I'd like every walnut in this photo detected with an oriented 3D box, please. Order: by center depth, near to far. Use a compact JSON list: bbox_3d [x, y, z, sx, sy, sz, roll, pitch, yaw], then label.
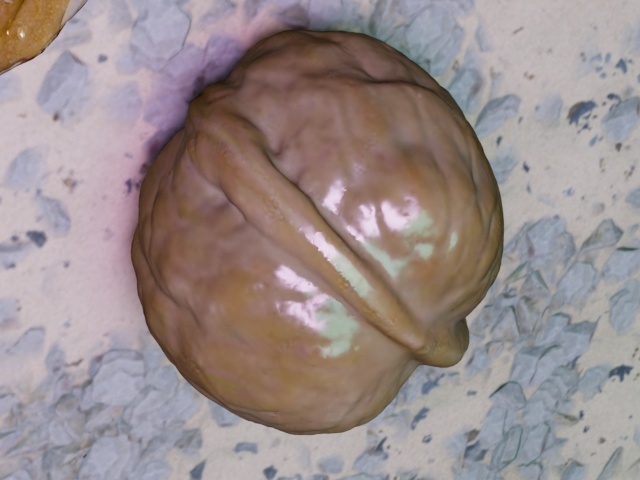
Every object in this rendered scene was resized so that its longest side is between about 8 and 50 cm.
[{"bbox_3d":[0.000,0.000,1.384,0.296,0.285,0.285,-47,133,5],"label":"walnut"}]

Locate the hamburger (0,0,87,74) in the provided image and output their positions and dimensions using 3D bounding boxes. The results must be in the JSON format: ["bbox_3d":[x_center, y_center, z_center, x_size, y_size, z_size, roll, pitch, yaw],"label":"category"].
[{"bbox_3d":[-0.243,-0.237,1.099,0.245,0.211,0.260,-39,138,-21],"label":"hamburger"}]
